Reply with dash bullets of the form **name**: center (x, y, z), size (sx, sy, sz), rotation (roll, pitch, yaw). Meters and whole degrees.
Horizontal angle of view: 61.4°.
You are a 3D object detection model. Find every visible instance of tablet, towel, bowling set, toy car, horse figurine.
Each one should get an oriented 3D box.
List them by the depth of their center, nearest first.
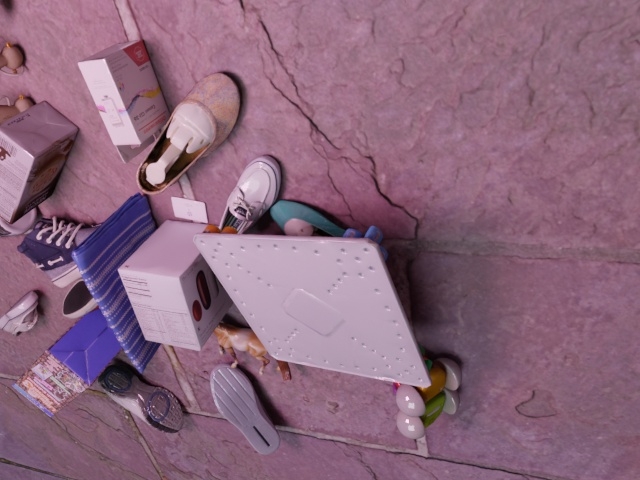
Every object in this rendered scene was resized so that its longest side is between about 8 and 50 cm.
- **bowling set**: center (-0.710, -0.378, 1.079), size (0.200, 0.154, 0.287), rotation (35, 135, 21)
- **tablet**: center (-0.289, -0.067, 1.190), size (0.083, 0.006, 0.054), rotation (12, 128, 16)
- **toy car**: center (0.218, 0.331, 1.192), size (0.136, 0.159, 0.182), rotation (35, 142, 44)
- **towel**: center (-0.402, 0.090, 1.202), size (0.040, 0.243, 0.336), rotation (-2, 124, 21)
- **horse figurine**: center (-0.187, 0.268, 1.357), size (0.263, 0.066, 0.175), rotation (13, 134, 18)

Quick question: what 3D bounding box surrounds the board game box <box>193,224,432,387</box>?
- **board game box**: center (-0.007, 0.123, 1.040), size (0.389, 0.050, 0.390), rotation (2, 134, 32)

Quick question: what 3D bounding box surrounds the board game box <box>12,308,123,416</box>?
- **board game box**: center (-0.672, 0.320, 1.494), size (0.141, 0.232, 0.291), rotation (45, 128, -11)

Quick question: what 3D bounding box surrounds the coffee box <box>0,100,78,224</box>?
- **coffee box**: center (-0.645, -0.167, 1.184), size (0.098, 0.141, 0.246), rotation (40, 131, -8)

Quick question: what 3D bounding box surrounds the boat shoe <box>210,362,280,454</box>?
- **boat shoe**: center (-0.214, 0.459, 1.486), size (0.109, 0.094, 0.302), rotation (-31, 107, -11)

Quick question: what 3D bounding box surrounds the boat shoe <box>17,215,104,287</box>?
- **boat shoe**: center (-0.607, 0.002, 1.296), size (0.340, 0.127, 0.158), rotation (-27, 118, 36)

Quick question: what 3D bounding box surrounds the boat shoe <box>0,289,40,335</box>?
- **boat shoe**: center (-0.889, 0.230, 1.613), size (0.267, 0.096, 0.088), rotation (-30, 113, 38)

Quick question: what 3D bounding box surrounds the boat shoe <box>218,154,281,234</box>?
- **boat shoe**: center (-0.145, -0.067, 1.082), size (0.083, 0.076, 0.226), rotation (30, 130, 0)

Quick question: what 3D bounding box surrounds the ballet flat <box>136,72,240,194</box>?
- **ballet flat**: center (-0.260, -0.184, 1.026), size (0.107, 0.106, 0.316), rotation (41, 129, -9)

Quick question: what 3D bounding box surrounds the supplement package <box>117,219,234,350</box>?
- **supplement package**: center (-0.302, 0.094, 1.192), size (0.149, 0.194, 0.203), rotation (6, 127, 18)

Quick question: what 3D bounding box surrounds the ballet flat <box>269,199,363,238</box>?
- **ballet flat**: center (0.000, 0.000, 1.061), size (0.247, 0.087, 0.083), rotation (26, 133, 4)

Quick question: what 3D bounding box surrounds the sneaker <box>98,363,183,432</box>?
- **sneaker**: center (-0.552, 0.494, 1.673), size (0.297, 0.111, 0.129), rotation (38, 146, -2)

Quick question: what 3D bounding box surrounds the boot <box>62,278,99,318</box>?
- **boot**: center (-0.502, 0.140, 1.335), size (0.244, 0.088, 0.176), rotation (-28, 150, 23)

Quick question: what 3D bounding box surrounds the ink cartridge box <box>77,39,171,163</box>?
- **ink cartridge box**: center (-0.351, -0.256, 1.007), size (0.067, 0.115, 0.198), rotation (1, 126, 22)

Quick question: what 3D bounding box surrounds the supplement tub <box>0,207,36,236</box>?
- **supplement tub**: center (-0.821, -0.064, 1.351), size (0.190, 0.117, 0.117), rotation (-4, 123, 26)
